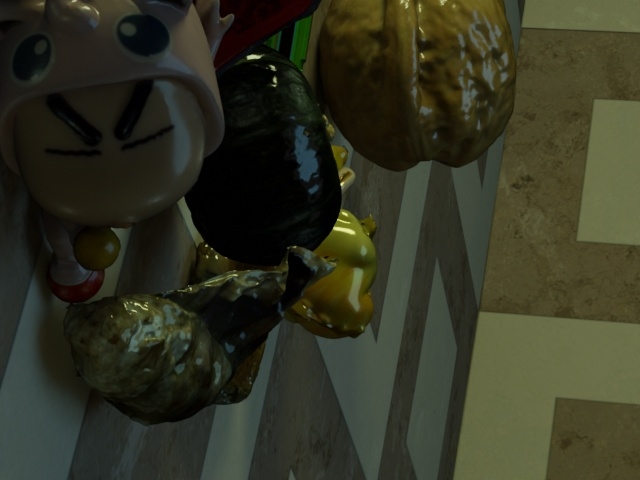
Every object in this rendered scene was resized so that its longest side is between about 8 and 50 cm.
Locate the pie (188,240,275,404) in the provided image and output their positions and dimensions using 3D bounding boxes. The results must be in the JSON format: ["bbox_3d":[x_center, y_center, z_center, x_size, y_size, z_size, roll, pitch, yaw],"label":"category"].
[{"bbox_3d":[-0.085,0.057,1.762,0.195,0.046,0.195,3,90,-76],"label":"pie"}]

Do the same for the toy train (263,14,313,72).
[{"bbox_3d":[-0.032,-0.209,1.913,0.044,0.042,0.209,59,36,-67],"label":"toy train"}]

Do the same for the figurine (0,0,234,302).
[{"bbox_3d":[-0.133,-0.069,1.273,0.287,0.176,0.186,99,-23,-60],"label":"figurine"}]

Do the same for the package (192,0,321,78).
[{"bbox_3d":[-0.099,-0.208,1.381,0.071,0.194,0.269,55,-10,43],"label":"package"}]

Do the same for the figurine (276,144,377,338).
[{"bbox_3d":[0.000,0.000,1.977,0.156,0.131,0.246,-48,-150,34],"label":"figurine"}]

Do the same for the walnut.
[{"bbox_3d":[0.112,-0.210,2.132,0.257,0.225,0.257,-3,90,-80],"label":"walnut"}]

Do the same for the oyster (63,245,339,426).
[{"bbox_3d":[-0.081,0.069,1.469,0.294,0.094,0.166,-23,156,-36],"label":"oyster"}]

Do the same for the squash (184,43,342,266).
[{"bbox_3d":[-0.061,-0.072,1.566,0.193,0.156,0.193,28,-58,57],"label":"squash"}]
